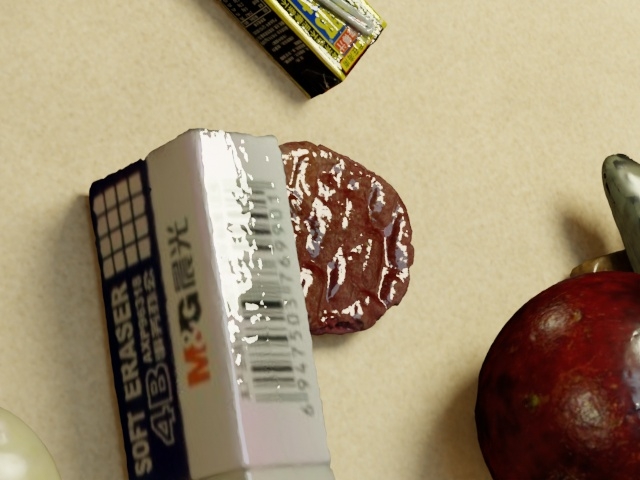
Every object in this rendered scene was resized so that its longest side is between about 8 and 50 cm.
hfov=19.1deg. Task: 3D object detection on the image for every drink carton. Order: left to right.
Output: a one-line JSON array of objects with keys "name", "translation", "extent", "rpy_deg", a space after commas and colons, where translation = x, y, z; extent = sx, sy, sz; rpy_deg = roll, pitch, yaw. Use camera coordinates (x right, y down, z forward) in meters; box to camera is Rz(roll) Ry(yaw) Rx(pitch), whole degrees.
[{"name": "drink carton", "translation": [-0.032, -0.189, 1.385], "extent": [0.166, 0.056, 0.071], "rpy_deg": [45, 57, -14]}]

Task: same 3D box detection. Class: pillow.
[{"name": "pillow", "translation": [0.292, 0.038, 1.480], "extent": [0.093, 0.051, 0.241], "rpy_deg": [-18, 81, -29]}]

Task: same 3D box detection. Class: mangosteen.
[{"name": "mangosteen", "translation": [0.233, 0.105, 1.340], "extent": [0.215, 0.257, 0.215], "rpy_deg": [32, 31, -22]}]

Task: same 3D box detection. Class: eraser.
[{"name": "eraser", "translation": [-0.068, 0.084, 1.222], "extent": [0.086, 0.130, 0.287], "rpy_deg": [1, 72, -38]}]

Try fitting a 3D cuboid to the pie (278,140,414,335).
[{"name": "pie", "translation": [0.000, 0.000, 1.355], "extent": [0.153, 0.038, 0.154], "rpy_deg": [13, 68, -34]}]

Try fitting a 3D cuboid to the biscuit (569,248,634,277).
[{"name": "biscuit", "translation": [0.340, 0.053, 1.562], "extent": [0.278, 0.043, 0.301], "rpy_deg": [42, 57, -12]}]

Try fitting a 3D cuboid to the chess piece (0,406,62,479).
[{"name": "chess piece", "translation": [-0.273, 0.184, 1.045], "extent": [0.299, 0.167, 0.167], "rpy_deg": [-28, 91, -44]}]
